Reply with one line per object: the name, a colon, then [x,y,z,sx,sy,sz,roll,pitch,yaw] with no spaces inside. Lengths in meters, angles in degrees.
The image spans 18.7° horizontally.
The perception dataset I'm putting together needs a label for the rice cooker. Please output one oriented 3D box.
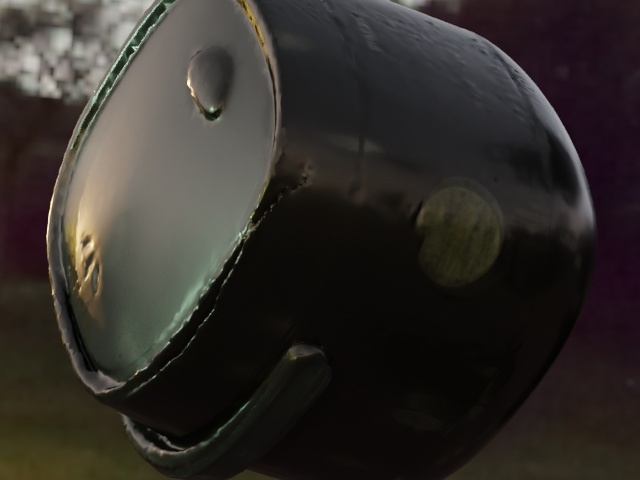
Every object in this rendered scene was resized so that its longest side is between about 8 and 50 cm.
rice cooker: [0.000,0.000,1.002,0.224,0.267,0.267,18,-11,-33]
